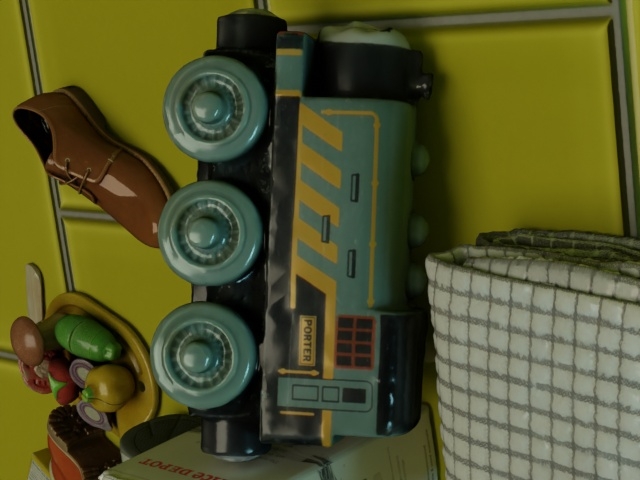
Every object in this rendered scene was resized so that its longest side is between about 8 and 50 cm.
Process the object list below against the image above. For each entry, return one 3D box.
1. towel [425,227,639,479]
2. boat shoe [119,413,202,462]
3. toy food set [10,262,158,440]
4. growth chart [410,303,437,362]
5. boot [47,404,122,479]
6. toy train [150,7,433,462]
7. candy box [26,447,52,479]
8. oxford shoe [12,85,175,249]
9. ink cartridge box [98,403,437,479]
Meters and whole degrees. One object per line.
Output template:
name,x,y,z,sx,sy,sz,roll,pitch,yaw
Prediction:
towel,0.207,0.118,0.916,0.284,0.121,0.235,9,108,45
boat shoe,-0.066,0.259,1.247,0.320,0.118,0.103,25,126,43
toy food set,-0.255,0.123,1.418,0.218,0.071,0.128,28,122,37
growth chart,0.000,0.000,1.154,0.172,0.021,0.237,-22,85,46
boot,-0.228,0.247,1.449,0.158,0.059,0.084,47,136,35
toy train,-0.014,-0.002,1.046,0.190,0.142,0.333,3,89,10
candy box,-0.247,0.322,1.510,0.206,0.027,0.105,41,127,28
oxford shoe,-0.207,-0.059,1.306,0.212,0.076,0.076,42,128,26
ink cartridge box,-0.037,0.193,1.112,0.159,0.218,0.092,5,108,45
